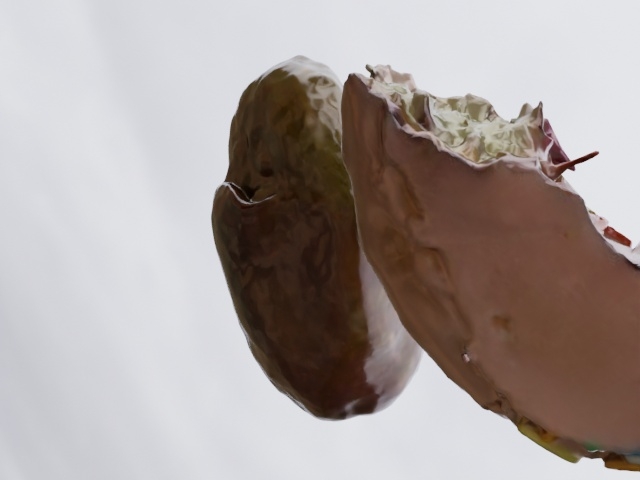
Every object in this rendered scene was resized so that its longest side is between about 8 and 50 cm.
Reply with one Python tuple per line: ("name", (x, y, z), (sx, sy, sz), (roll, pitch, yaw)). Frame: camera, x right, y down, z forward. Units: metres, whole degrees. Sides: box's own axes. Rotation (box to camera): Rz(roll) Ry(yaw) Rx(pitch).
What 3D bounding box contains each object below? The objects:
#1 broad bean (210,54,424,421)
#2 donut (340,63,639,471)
("broad bean", (-0.002, 0.002, 0.958), (0.156, 0.122, 0.229), (-125, -160, -67))
("donut", (0.131, -0.017, 0.559), (0.233, 0.085, 0.199), (-25, -84, 31))
